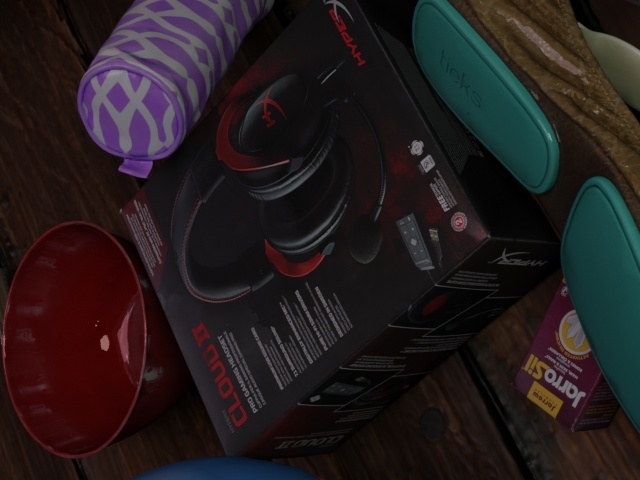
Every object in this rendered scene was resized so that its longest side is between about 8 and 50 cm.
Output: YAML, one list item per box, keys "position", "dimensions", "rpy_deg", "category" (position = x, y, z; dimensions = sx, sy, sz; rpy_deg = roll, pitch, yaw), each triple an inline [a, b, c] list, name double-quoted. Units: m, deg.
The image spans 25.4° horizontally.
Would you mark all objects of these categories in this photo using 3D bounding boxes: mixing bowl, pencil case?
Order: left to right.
- position: [-0.160, 0.078, 1.120]
  dimensions: [0.181, 0.098, 0.181]
  rpy_deg: [-4, 85, 42]
  category: "mixing bowl"
- position: [-0.100, -0.141, 1.016]
  dimensions: [0.086, 0.206, 0.088]
  rpy_deg: [18, 132, 10]
  category: "pencil case"

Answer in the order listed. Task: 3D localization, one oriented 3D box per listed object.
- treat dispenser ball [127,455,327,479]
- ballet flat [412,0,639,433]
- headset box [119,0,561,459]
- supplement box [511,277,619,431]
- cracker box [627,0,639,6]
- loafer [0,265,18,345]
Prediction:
- position: [-0.059, 0.279, 0.883]
  dimensions: [0.288, 0.288, 0.288]
  rpy_deg: [-4, 84, 43]
  category: "treat dispenser ball"
- position: [0.175, -0.032, 0.807]
  dimensions: [0.116, 0.124, 0.342]
  rpy_deg: [97, 151, -53]
  category: "ballet flat"
- position: [0.000, 0.000, 0.969]
  dimensions: [0.293, 0.110, 0.218]
  rpy_deg: [-43, 60, 32]
  category: "headset box"
- position: [0.162, 0.066, 0.860]
  dimensions: [0.055, 0.043, 0.083]
  rpy_deg: [36, 111, 37]
  category: "supplement box"
- position: [0.279, -0.201, 0.756]
  dimensions: [0.232, 0.067, 0.156]
  rpy_deg: [9, 91, 42]
  category: "cracker box"
- position: [-0.255, 0.089, 1.235]
  dimensions: [0.050, 0.056, 0.148]
  rpy_deg: [-40, 61, 27]
  category: "loafer"
